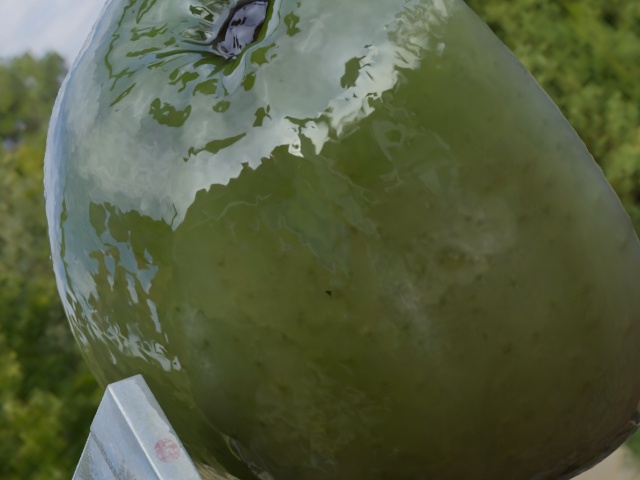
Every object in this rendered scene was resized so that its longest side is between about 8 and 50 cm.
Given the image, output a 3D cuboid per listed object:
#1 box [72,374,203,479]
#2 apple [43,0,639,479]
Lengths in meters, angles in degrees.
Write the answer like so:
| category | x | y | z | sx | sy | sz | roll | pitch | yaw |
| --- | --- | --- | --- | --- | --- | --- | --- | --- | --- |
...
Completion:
| category | x | y | z | sx | sy | sz | roll | pitch | yaw |
| --- | --- | --- | --- | --- | --- | --- | --- | --- | --- |
| box | -0.099 | 0.150 | 0.860 | 0.024 | 0.090 | 0.167 | -19 | -27 | -32 |
| apple | 0.000 | 0.000 | 0.951 | 0.320 | 0.360 | 0.311 | -24 | 38 | 5 |
